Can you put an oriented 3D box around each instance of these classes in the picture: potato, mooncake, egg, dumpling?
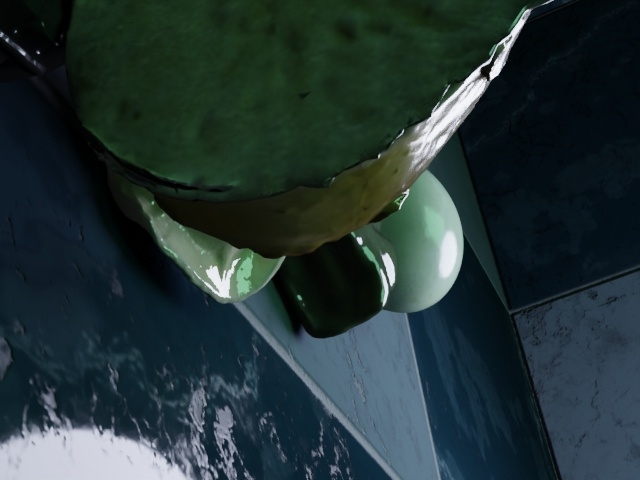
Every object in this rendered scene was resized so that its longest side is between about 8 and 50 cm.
[{"bbox_3d":[0.031,-0.135,0.687,0.296,0.289,0.397,61,20,-59],"label":"potato"},{"bbox_3d":[0.000,0.000,0.973,0.175,0.104,0.169,45,33,-50],"label":"mooncake"},{"bbox_3d":[0.082,-0.011,1.179,0.149,0.149,0.192,40,25,-61],"label":"egg"},{"bbox_3d":[-0.069,-0.022,0.760,0.169,0.099,0.134,25,54,-67],"label":"dumpling"}]

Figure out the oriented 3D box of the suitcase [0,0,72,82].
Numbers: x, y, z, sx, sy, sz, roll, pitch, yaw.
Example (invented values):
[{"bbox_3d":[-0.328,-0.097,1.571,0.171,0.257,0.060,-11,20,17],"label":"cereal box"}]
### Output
[{"bbox_3d":[-0.209,-0.214,0.503,0.285,0.066,0.206,53,20,-75],"label":"suitcase"}]
